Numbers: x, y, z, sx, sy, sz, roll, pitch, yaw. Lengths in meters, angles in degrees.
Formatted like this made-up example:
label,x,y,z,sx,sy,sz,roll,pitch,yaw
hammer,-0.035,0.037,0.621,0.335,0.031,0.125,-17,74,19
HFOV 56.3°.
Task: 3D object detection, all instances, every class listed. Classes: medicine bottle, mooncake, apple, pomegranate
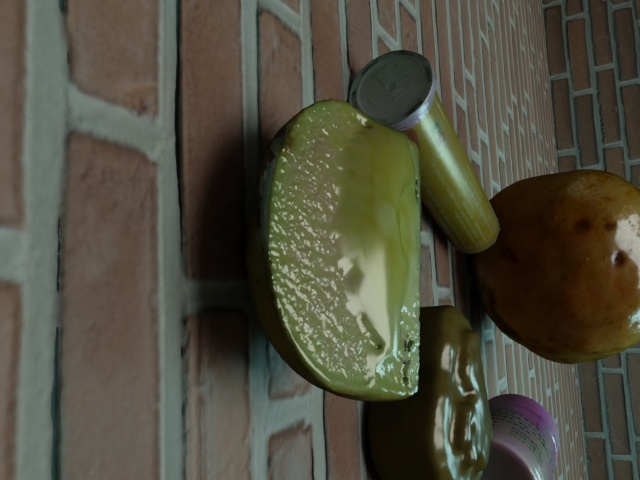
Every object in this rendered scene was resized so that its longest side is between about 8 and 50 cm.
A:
label,x,y,z,sx,sy,sz,roll,pitch,yaw
medicine bottle,0.175,-0.096,0.872,0.426,0.108,0.108,42,49,-53
mooncake,0.149,0.209,0.748,0.235,0.117,0.234,29,56,-56
apple,0.000,0.000,0.507,0.193,0.120,0.264,30,54,-42
medicine bottle,0.282,0.341,0.930,0.254,0.152,0.152,-2,86,-63
pomegranate,0.497,0.032,1.147,0.410,0.410,0.409,21,66,-60
